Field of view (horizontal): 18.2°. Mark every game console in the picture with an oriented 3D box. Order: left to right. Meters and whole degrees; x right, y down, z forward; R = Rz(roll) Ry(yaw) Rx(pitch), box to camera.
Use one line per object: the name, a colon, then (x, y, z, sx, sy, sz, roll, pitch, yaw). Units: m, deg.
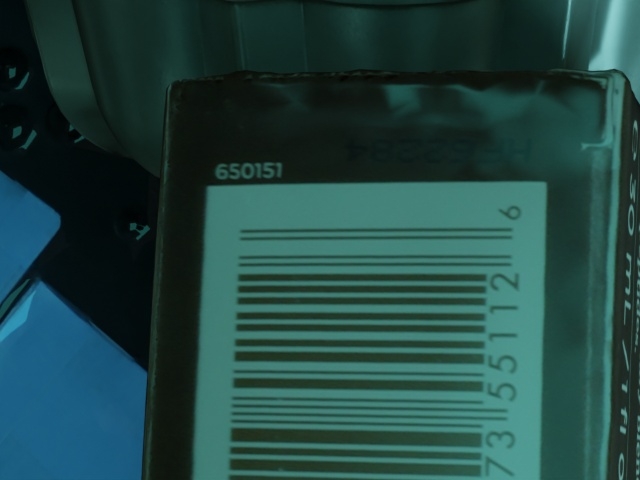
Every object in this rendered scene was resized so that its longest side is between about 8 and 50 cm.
game console: (-0.189, 0.081, 0.958, 0.342, 0.060, 0.386, 39, 93, 20)

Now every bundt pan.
bundt pan: (0.022, -0.111, 0.873, 0.331, 0.331, 0.124, 1, 118, 5)

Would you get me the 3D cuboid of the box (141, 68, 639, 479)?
box: (0.063, 0.077, 0.709, 0.143, 0.381, 0.191, 0, 81, 14)
